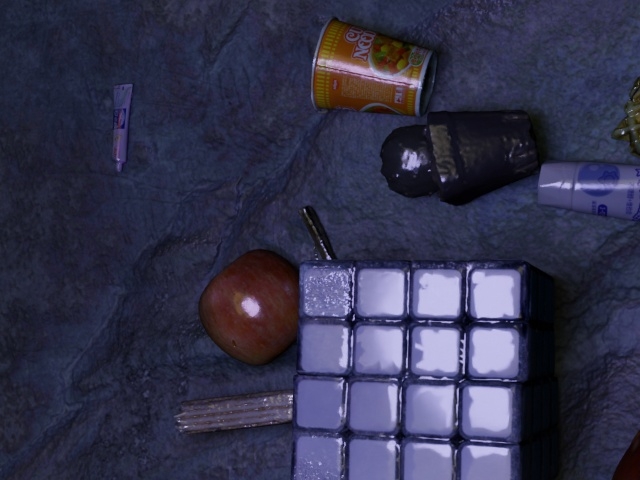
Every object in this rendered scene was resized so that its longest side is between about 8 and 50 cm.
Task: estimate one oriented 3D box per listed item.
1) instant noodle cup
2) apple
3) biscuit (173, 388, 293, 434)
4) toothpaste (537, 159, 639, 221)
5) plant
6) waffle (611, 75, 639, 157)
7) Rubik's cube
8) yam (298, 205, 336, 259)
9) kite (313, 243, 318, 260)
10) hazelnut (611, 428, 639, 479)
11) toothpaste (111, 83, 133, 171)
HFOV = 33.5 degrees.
[{"bbox_3d":[0.094,-0.280,1.793,0.185,0.168,0.168,14,89,14],"label":"instant noodle cup"},{"bbox_3d":[-0.105,0.116,1.802,0.188,0.188,0.174,-40,83,12],"label":"apple"},{"bbox_3d":[-0.124,0.292,1.829,0.239,0.108,0.061,-10,79,19],"label":"biscuit"},{"bbox_3d":[0.528,-0.071,1.645,0.372,0.080,0.125,8,124,19],"label":"toothpaste"},{"bbox_3d":[0.223,-0.133,1.717,0.256,0.164,0.141,-8,83,18],"label":"plant"},{"bbox_3d":[0.582,-0.196,1.650,0.214,0.054,0.207,34,100,17],"label":"waffle"},{"bbox_3d":[0.170,0.204,1.605,0.344,0.344,0.337,0,86,19],"label":"Rubik's cube"},{"bbox_3d":[0.000,0.000,1.860,0.027,0.033,0.129,-24,80,-11],"label":"yam"},{"bbox_3d":[-0.009,0.049,1.868,0.044,0.002,0.078,-34,76,14],"label":"kite"},{"bbox_3d":[0.604,0.395,1.414,0.429,0.402,0.402,23,93,9],"label":"hazelnut"},{"bbox_3d":[-0.379,-0.214,2.018,0.045,0.028,0.169,-2,82,27],"label":"toothpaste"}]
